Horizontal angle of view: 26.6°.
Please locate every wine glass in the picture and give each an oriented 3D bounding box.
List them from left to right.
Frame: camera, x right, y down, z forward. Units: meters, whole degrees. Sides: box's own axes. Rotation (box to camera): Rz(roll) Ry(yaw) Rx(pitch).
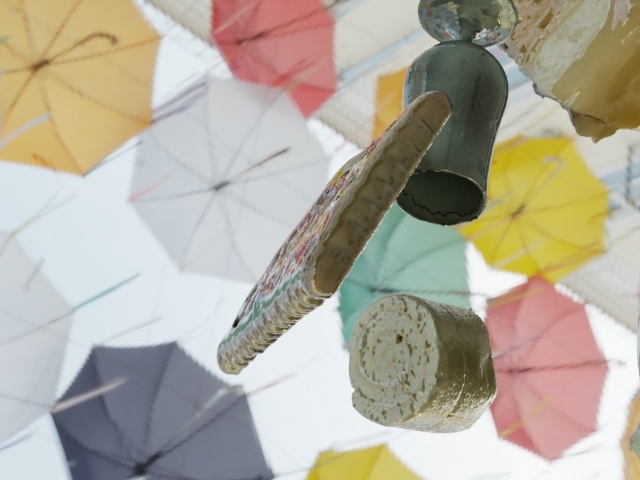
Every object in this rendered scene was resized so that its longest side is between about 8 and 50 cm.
[{"bbox_3d":[0.127,-0.131,1.285,0.103,0.103,0.231,34,-130,-30],"label":"wine glass"}]

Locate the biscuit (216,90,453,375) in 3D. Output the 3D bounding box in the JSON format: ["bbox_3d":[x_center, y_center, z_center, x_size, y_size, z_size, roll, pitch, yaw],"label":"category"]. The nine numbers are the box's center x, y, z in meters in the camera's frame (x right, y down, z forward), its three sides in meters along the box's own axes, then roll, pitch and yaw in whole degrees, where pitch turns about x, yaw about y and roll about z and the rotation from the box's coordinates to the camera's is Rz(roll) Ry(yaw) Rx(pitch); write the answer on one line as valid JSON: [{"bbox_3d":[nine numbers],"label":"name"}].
[{"bbox_3d":[0.000,0.000,1.194,0.044,0.325,0.217,34,-113,-6],"label":"biscuit"}]

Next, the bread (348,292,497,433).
[{"bbox_3d":[0.117,0.140,1.522,0.141,0.134,0.148,17,-103,-53],"label":"bread"}]

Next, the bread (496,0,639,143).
[{"bbox_3d":[0.349,-0.283,1.601,0.211,0.270,0.316,17,-151,-41],"label":"bread"}]

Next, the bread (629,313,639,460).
[{"bbox_3d":[0.513,0.181,1.641,0.239,0.395,0.264,-22,-133,-34],"label":"bread"}]
